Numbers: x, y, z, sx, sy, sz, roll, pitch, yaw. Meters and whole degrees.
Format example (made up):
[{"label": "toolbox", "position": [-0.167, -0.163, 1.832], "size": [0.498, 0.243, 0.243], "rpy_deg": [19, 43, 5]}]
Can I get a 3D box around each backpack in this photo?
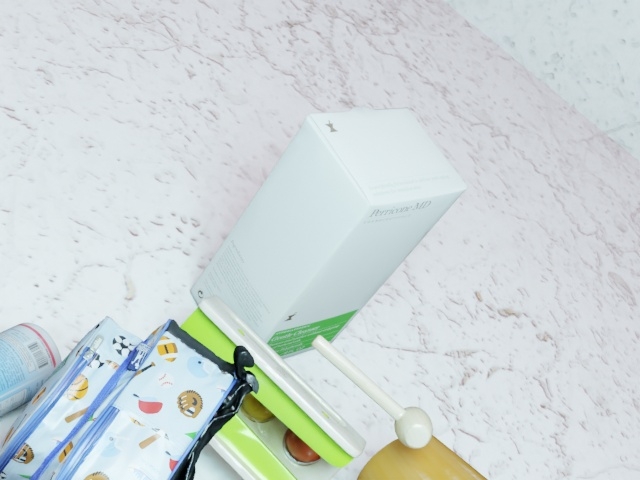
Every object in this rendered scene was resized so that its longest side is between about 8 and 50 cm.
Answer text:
[{"label": "backpack", "position": [-0.222, 0.230, 1.027], "size": [0.213, 0.276, 0.263], "rpy_deg": [27, 47, -6]}]

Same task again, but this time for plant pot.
[{"label": "plant pot", "position": [0.146, 0.354, 1.245], "size": [0.205, 0.205, 0.188], "rpy_deg": [-2, 38, -38]}]

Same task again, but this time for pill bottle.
[{"label": "pill bottle", "position": [-0.377, 0.159, 1.098], "size": [0.087, 0.087, 0.160], "rpy_deg": [49, 41, 12]}]

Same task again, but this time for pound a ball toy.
[{"label": "pound a ball toy", "position": [-0.037, 0.195, 1.237], "size": [0.319, 0.208, 0.136], "rpy_deg": [43, 3, 5]}]

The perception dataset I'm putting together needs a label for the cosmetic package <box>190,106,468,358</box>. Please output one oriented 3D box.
[{"label": "cosmetic package", "position": [0.000, 0.000, 1.315], "size": [0.197, 0.365, 0.155], "rpy_deg": [-12, 61, -42]}]
